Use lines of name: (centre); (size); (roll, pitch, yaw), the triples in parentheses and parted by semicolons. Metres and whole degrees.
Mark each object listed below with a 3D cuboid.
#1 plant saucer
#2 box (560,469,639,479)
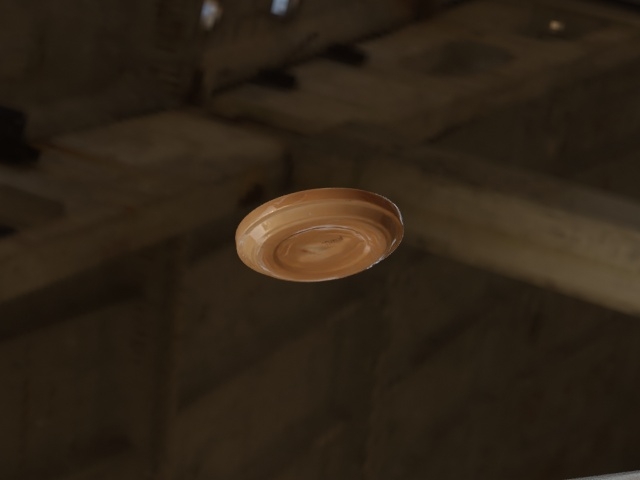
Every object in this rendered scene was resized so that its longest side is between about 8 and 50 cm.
plant saucer: (0.000, 0.000, 0.892); (0.083, 0.083, 0.013); (46, -149, -57)
box: (-0.027, 0.193, 0.514); (0.345, 0.168, 0.215); (137, 128, -71)
